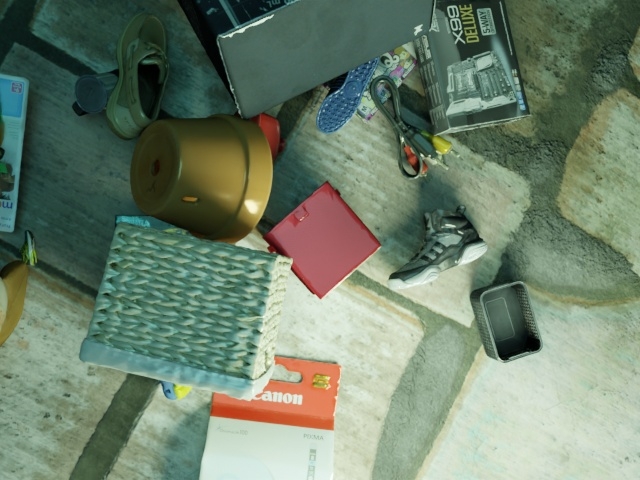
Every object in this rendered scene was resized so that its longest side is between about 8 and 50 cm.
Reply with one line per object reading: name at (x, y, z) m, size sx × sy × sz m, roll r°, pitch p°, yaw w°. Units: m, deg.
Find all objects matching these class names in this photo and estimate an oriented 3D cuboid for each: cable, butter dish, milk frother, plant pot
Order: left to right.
milk frother at (-0.476, -0.308, 1.547) m, size 0.143 × 0.135 × 0.129 m, roll 40°, pitch 116°, yaw 0°
plant pot at (-0.271, -0.144, 1.455) m, size 0.203 × 0.290 × 0.291 m, roll 7°, pitch 87°, yaw -45°
butter dish at (-0.139, -0.231, 1.589) m, size 0.118 × 0.160 × 0.160 m, roll 4°, pitch 88°, yaw -28°
cable at (0.202, -0.264, 1.650) m, size 0.139 × 0.072 × 0.287 m, roll -42°, pitch 94°, yaw 9°

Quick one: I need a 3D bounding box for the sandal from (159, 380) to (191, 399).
sandal at (-0.371, 0.213, 1.562) m, size 0.138 × 0.126 × 0.318 m, roll -12°, pitch 89°, yaw 15°

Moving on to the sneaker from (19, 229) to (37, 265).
sneaker at (-0.684, 0.018, 1.568) m, size 0.035 × 0.031 × 0.083 m, roll -7°, pitch 89°, yaw -6°

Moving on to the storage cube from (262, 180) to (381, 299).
storage cube at (0.000, 0.000, 1.563) m, size 0.215 × 0.183 × 0.193 m, roll -41°, pitch 93°, yaw -6°

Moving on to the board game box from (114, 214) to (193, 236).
board game box at (-0.392, 0.002, 1.601) m, size 0.186 × 0.026 × 0.126 m, roll 1°, pitch 88°, yaw -6°

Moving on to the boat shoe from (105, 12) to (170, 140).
boat shoe at (-0.386, -0.382, 1.516) m, size 0.110 × 0.121 × 0.341 m, roll -16°, pitch 59°, yaw 32°

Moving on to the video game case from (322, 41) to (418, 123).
video game case at (0.111, -0.442, 1.658) m, size 0.210 × 0.042 × 0.232 m, roll 41°, pitch 85°, yaw -4°

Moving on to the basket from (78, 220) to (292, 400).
basket at (-0.242, 0.129, 1.325) m, size 0.331 × 0.328 × 0.267 m, roll 11°, pitch 88°, yaw 3°

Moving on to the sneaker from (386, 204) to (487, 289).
sneaker at (0.261, 0.012, 1.635) m, size 0.268 × 0.101 × 0.153 m, roll -24°, pitch 90°, yaw -12°

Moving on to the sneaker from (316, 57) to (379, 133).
sneaker at (0.069, -0.359, 1.597) m, size 0.081 × 0.090 × 0.232 m, roll 33°, pitch 109°, yaw -6°

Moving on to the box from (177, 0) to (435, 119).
box at (-0.073, -0.598, 1.443) m, size 0.479 × 0.297 × 0.472 m, roll -27°, pitch 69°, yaw -6°

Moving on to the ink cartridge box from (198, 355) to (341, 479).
ink cartridge box at (-0.117, 0.471, 1.585) m, size 0.308 × 0.091 × 0.385 m, roll 8°, pitch 89°, yaw -6°

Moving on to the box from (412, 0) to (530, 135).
box at (0.360, -0.426, 1.637) m, size 0.242 × 0.076 × 0.308 m, roll -12°, pitch 90°, yaw -22°

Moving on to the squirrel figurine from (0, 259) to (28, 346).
squirrel figurine at (-0.870, 0.183, 1.428) m, size 0.370 × 0.281 × 0.397 m, roll 3°, pitch 87°, yaw 2°

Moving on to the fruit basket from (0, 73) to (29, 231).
fruit basket at (-0.834, -0.211, 1.496) m, size 0.326 × 0.165 × 0.353 m, roll 8°, pitch 91°, yaw -6°

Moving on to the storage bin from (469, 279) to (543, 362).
storage bin at (0.454, 0.197, 1.654) m, size 0.122 × 0.084 × 0.180 m, roll -16°, pitch 89°, yaw -6°
